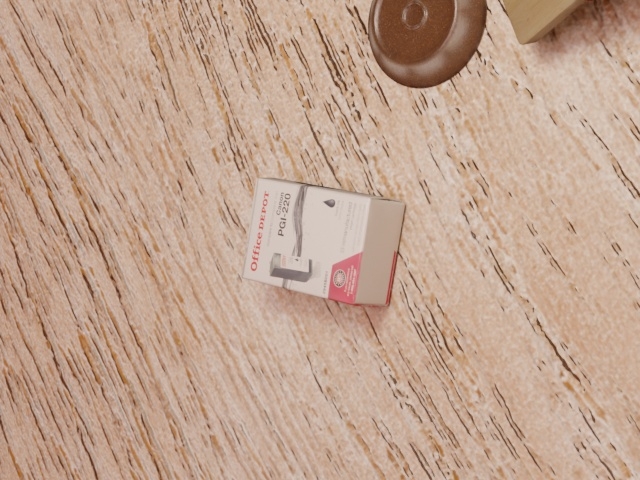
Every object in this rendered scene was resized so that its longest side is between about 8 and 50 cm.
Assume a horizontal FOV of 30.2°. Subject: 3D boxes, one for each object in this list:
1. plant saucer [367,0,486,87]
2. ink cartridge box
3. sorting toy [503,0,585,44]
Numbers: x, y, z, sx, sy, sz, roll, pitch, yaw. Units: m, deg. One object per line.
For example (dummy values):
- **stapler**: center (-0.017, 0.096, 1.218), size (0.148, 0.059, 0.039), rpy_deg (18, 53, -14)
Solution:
- **plant saucer**: center (0.140, -0.316, 1.678), size (0.199, 0.036, 0.198), rpy_deg (-2, 87, 37)
- **ink cartridge box**: center (0.000, 0.000, 1.733), size (0.218, 0.092, 0.158), rpy_deg (12, 94, 39)
- **sorting toy**: center (0.305, -0.416, 1.469), size (0.257, 0.089, 0.255), rpy_deg (-38, 67, 61)
